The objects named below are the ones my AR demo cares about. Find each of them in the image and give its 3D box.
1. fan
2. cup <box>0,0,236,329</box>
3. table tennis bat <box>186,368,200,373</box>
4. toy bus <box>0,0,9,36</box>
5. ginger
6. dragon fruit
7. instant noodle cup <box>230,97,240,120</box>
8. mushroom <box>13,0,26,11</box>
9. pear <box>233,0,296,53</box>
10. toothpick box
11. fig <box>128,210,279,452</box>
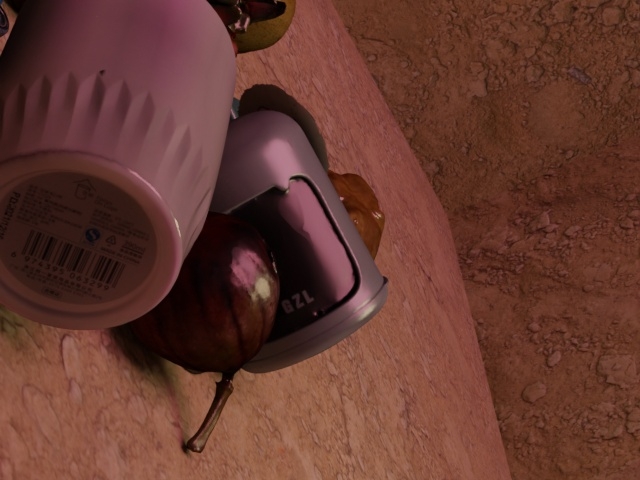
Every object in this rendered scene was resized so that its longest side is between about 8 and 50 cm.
[{"bbox_3d":[-0.102,-0.146,1.740,0.009,0.329,0.191,-34,119,-33],"label":"fan"},{"bbox_3d":[-0.218,-0.102,1.186,0.253,0.253,0.371,58,17,-32],"label":"cup"},{"bbox_3d":[-0.193,0.055,1.523,0.138,0.022,0.247,-1,70,-76],"label":"table tennis bat"},{"bbox_3d":[-0.373,-0.256,1.138,0.134,0.113,0.246,52,21,-31],"label":"toy bus"},{"bbox_3d":[-0.002,0.003,1.936,0.223,0.200,0.269,23,29,-27],"label":"ginger"},{"bbox_3d":[-0.191,-0.331,1.695,0.193,0.274,0.192,43,55,-46],"label":"dragon fruit"},{"bbox_3d":[-0.151,-0.175,1.930,0.179,0.070,0.157,-7,72,-82],"label":"instant noodle cup"},{"bbox_3d":[-0.324,-0.310,1.445,0.126,0.109,0.085,6,66,-57],"label":"mushroom"},{"bbox_3d":[-0.164,-0.429,2.028,0.211,0.228,0.188,25,76,-37],"label":"pear"},{"bbox_3d":[-0.086,-0.023,1.623,0.355,0.263,0.263,62,14,-9],"label":"toothpick box"},{"bbox_3d":[-0.125,0.090,1.400,0.204,0.186,0.249,-118,-174,-67],"label":"fig"}]
